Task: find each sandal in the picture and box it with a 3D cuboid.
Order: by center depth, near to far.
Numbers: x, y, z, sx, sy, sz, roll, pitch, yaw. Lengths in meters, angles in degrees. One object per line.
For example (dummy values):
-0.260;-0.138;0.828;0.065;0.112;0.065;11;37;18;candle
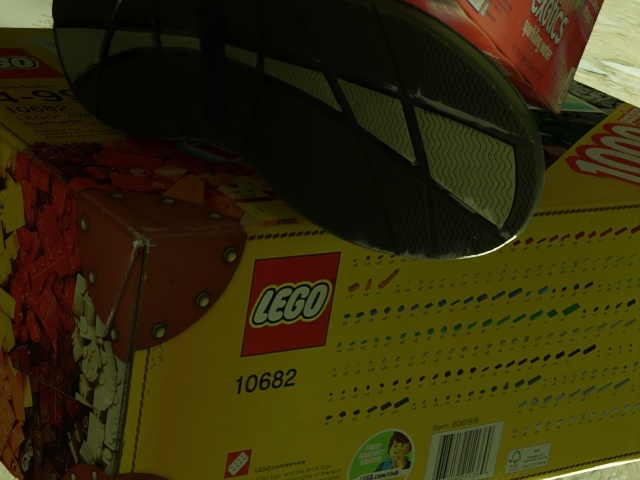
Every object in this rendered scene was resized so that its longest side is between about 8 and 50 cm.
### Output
-0.012;-0.087;0.802;0.303;0.120;0.086;25;-150;34;sandal

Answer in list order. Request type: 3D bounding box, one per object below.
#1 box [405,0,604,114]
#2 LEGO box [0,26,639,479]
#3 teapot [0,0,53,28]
0.068;-0.183;0.845;0.142;0.154;0.300;23;-178;19;box
0.000;0.000;1.038;0.500;0.193;0.372;-5;-155;-36;LEGO box
-0.159;-0.263;1.157;0.252;0.187;0.256;-16;138;30;teapot
